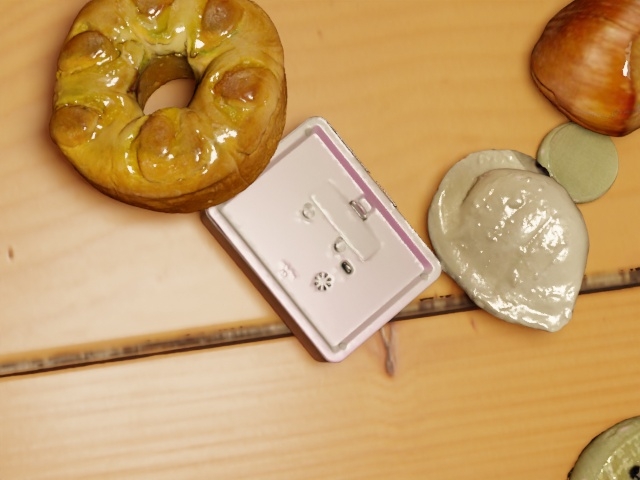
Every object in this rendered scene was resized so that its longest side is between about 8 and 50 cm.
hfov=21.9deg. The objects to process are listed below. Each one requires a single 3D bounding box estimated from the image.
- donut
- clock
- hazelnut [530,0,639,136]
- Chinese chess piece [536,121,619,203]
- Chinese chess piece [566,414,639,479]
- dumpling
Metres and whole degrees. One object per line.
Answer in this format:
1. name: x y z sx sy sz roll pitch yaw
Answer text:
1. donut: -0.137 -0.132 1.513 0.226 0.114 0.226 -2 68 5
2. clock: 0.000 0.000 1.580 0.150 0.063 0.197 -40 94 -13
3. hazelnut: 0.284 -0.183 1.620 0.150 0.150 0.150 1 84 -12
4. Chinese chess piece: 0.257 -0.078 1.657 0.084 0.034 0.084 2 82 -12
5. Chinese chess piece: 0.332 0.264 1.614 0.188 0.083 0.188 1 87 -12
6. dumpling: 0.181 0.000 1.603 0.150 0.092 0.176 -9 96 0
